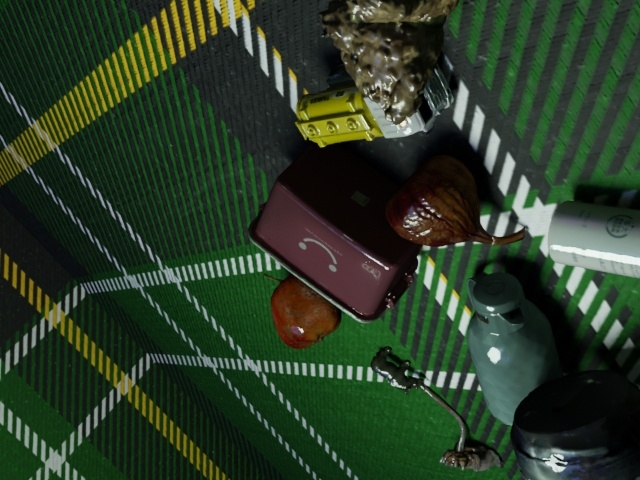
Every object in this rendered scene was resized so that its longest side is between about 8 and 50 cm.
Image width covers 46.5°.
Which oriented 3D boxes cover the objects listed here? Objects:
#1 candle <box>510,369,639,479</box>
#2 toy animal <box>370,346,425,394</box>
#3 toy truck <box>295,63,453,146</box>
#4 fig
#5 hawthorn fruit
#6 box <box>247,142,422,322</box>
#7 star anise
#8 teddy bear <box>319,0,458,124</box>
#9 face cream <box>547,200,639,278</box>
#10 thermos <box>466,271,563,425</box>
[{"bbox_3d":[0.434,0.386,1.140,0.221,0.221,0.342,-6,109,53],"label":"candle"},{"bbox_3d":[0.175,0.299,1.668,0.136,0.065,0.047,34,151,10],"label":"toy animal"},{"bbox_3d":[0.070,-0.193,1.062,0.227,0.114,0.098,1,132,49],"label":"toy truck"},{"bbox_3d":[0.203,-0.032,1.126,0.201,0.133,0.146,37,162,-11],"label":"fig"},{"bbox_3d":[-0.049,0.133,1.646,0.203,0.163,0.162,56,153,10],"label":"hawthorn fruit"},{"bbox_3d":[0.042,-0.026,1.262,0.294,0.193,0.167,36,143,9],"label":"box"},{"bbox_3d":[0.308,0.425,1.737,0.148,0.219,0.227,-143,51,-85],"label":"star anise"},{"bbox_3d":[0.052,-0.311,0.827,0.296,0.246,0.222,35,116,-25],"label":"teddy bear"},{"bbox_3d":[0.445,0.012,0.926,0.311,0.092,0.092,13,141,41],"label":"face cream"},{"bbox_3d":[0.317,0.168,1.261,0.286,0.145,0.182,66,176,-35],"label":"thermos"}]
